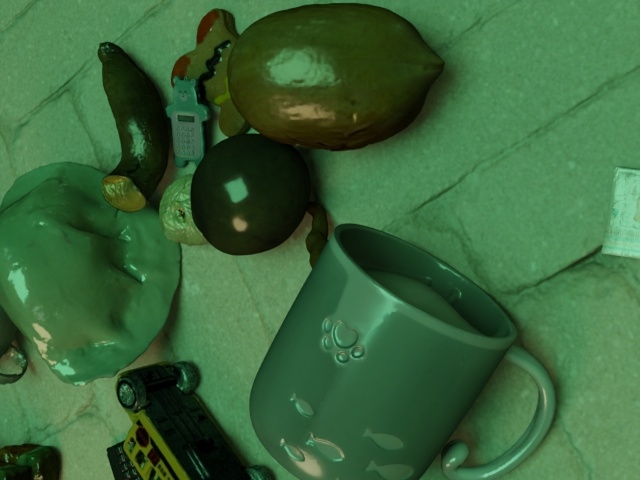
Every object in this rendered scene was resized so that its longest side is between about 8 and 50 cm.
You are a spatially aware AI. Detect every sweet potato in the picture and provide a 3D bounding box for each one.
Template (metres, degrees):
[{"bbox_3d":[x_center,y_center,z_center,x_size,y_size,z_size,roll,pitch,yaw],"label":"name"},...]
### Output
[{"bbox_3d":[-0.002,0.004,1.444,0.044,0.044,0.179,-44,23,22],"label":"sweet potato"},{"bbox_3d":[-0.294,-0.182,1.624,0.112,0.085,0.285,-9,75,-13],"label":"sweet potato"}]

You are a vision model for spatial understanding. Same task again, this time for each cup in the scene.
[{"bbox_3d":[0.107,0.184,1.321,0.357,0.259,0.274,29,106,-4],"label":"cup"}]

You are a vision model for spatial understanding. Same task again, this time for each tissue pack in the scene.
[{"bbox_3d":[0.373,-0.033,1.273,0.056,0.023,0.108,11,94,31],"label":"tissue pack"}]

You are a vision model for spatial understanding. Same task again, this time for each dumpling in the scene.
[{"bbox_3d":[-0.381,0.041,1.630,0.212,0.270,0.320,-16,104,51],"label":"dumpling"}]

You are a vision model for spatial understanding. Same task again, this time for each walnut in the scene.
[{"bbox_3d":[0.019,-0.212,1.391,0.298,0.203,0.203,3,90,24],"label":"walnut"}]

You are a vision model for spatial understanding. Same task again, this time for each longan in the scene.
[{"bbox_3d":[-0.101,-0.063,1.481,0.167,0.167,0.187,56,138,20],"label":"longan"}]

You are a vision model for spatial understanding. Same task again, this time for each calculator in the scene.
[{"bbox_3d":[-0.199,-0.177,1.601,0.094,0.019,0.141,9,106,39],"label":"calculator"}]

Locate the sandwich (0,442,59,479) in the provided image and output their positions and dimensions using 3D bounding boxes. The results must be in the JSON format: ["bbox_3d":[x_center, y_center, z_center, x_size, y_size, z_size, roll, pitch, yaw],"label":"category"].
[{"bbox_3d":[-0.547,0.441,1.752,0.292,0.109,0.212,-47,68,21],"label":"sandwich"}]

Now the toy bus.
[{"bbox_3d":[-0.181,0.330,1.536,0.335,0.121,0.123,50,124,22],"label":"toy bus"}]

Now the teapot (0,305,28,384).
[{"bbox_3d":[-0.589,0.126,1.781,0.193,0.129,0.294,-48,68,20],"label":"teapot"}]

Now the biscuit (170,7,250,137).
[{"bbox_3d":[-0.113,-0.233,1.563,0.250,0.036,0.165,40,109,25],"label":"biscuit"}]

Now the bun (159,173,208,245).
[{"bbox_3d":[-0.199,-0.046,1.587,0.115,0.069,0.115,-2,86,31],"label":"bun"}]

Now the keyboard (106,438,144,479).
[{"bbox_3d":[-0.249,0.451,1.627,0.101,0.018,0.309,-28,75,27],"label":"keyboard"}]
